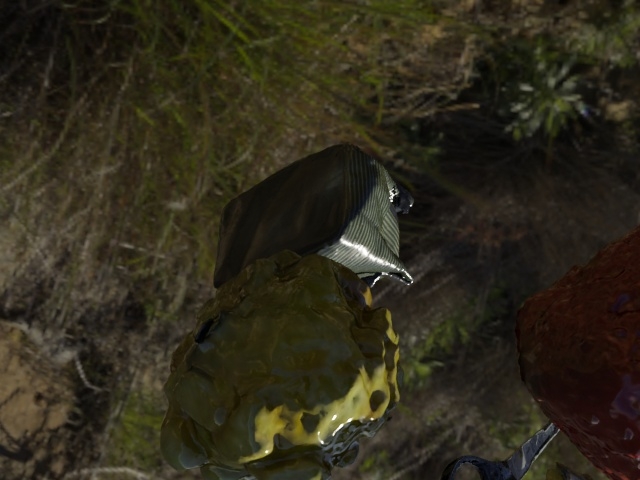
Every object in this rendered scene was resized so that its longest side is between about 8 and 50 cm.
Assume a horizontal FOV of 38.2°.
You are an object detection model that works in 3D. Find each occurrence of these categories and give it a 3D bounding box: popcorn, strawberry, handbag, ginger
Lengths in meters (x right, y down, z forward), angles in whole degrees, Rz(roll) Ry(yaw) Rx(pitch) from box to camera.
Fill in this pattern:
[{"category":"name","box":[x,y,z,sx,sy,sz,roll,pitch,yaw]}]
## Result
[{"category":"popcorn","box":[-0.043,0.136,0.963,0.286,0.252,0.215,-62,135,-64]},{"category":"strawberry","box":[0.270,0.088,0.666,0.276,0.257,0.258,6,90,-17]},{"category":"handbag","box":[0.000,0.000,1.607,0.240,0.340,0.247,33,44,-38]},{"category":"ginger","box":[0.334,0.327,1.207,0.137,0.057,0.044,36,100,-31]}]

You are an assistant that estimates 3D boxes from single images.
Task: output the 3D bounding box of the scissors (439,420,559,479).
[{"category":"scissors","box":[0.219,0.257,1.041,0.300,0.022,0.109,-21,85,-52]}]
